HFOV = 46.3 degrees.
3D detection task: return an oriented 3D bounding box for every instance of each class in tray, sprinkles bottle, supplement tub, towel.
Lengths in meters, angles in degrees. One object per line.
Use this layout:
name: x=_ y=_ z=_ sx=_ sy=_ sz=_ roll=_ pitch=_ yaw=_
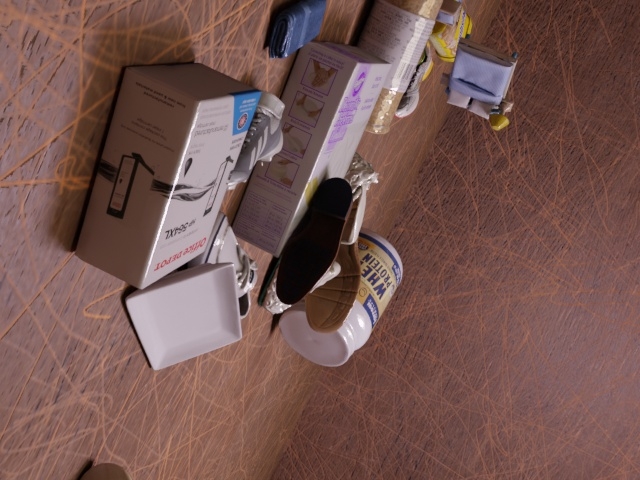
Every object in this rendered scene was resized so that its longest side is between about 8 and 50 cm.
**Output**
tray: x=-0.186 y=0.104 z=1.051 sx=0.145 sy=0.030 sz=0.270 roll=-18 pitch=154 yaw=-13
sprinkles bottle: x=0.135 y=-0.373 z=1.346 sx=0.355 sy=0.121 sz=0.121 roll=-67 pitch=169 yaw=22
supplement tub: x=0.053 y=0.140 z=1.900 sx=0.316 sy=0.228 sz=0.228 roll=-55 pitch=167 yaw=-39
towel: x=-0.032 y=-0.287 z=0.996 sx=0.119 sy=0.029 sz=0.067 roll=-49 pitch=163 yaw=-51

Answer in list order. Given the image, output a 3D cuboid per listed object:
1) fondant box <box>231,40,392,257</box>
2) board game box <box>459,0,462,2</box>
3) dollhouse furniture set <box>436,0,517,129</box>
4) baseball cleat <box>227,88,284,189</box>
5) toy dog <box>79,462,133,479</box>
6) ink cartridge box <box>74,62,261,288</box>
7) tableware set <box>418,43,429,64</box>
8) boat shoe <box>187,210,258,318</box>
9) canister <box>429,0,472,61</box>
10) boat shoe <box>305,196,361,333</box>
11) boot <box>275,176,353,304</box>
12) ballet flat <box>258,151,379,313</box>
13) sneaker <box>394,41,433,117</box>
fondant box: x=-0.011 y=-0.156 z=1.239 sx=0.330 sy=0.096 sz=0.238 roll=-68 pitch=168 yaw=19
board game box: x=0.348 y=-0.654 z=1.960 sx=0.145 sy=0.027 sz=0.281 roll=-66 pitch=169 yaw=24
dollhouse furniture set: x=0.266 y=-0.337 z=1.571 sx=0.198 sy=0.303 sz=0.286 roll=-61 pitch=169 yaw=-16
baseball cleat: x=-0.104 y=-0.135 z=0.956 sx=0.206 sy=0.072 sz=0.109 roll=-53 pitch=153 yaw=-62
toy dog: x=-0.331 y=0.495 z=1.082 sx=0.333 sy=0.161 sz=0.220 roll=-62 pitch=169 yaw=-6
ink cartridge box: x=-0.154 y=-0.071 z=0.769 sx=0.203 sy=0.086 sz=0.148 roll=-68 pitch=169 yaw=21
tableware set: x=0.155 y=-0.365 z=1.438 sx=0.024 sy=0.104 sz=0.154 roll=3 pitch=161 yaw=-39
boat shoe: x=-0.137 y=0.047 z=1.097 sx=0.267 sy=0.088 sz=0.096 roll=102 pitch=7 yaw=-57
canister: x=0.304 y=-0.523 z=1.810 sx=0.170 sy=0.073 sz=0.126 roll=22 pitch=83 yaw=-64
boat shoe: x=0.026 y=0.044 z=1.738 sx=0.123 sy=0.123 sz=0.342 roll=146 pitch=-51 yaw=-80
boot: x=-0.001 y=0.012 z=1.221 sx=0.219 sy=0.082 sz=0.106 roll=-63 pitch=167 yaw=-9
ballet flat: x=0.000 y=0.000 z=1.575 sx=0.408 sy=0.147 sz=0.147 roll=-65 pitch=169 yaw=15
sneaker: x=0.202 y=-0.390 z=1.779 sx=0.092 sy=0.088 sz=0.225 roll=75 pitch=34 yaw=-64
